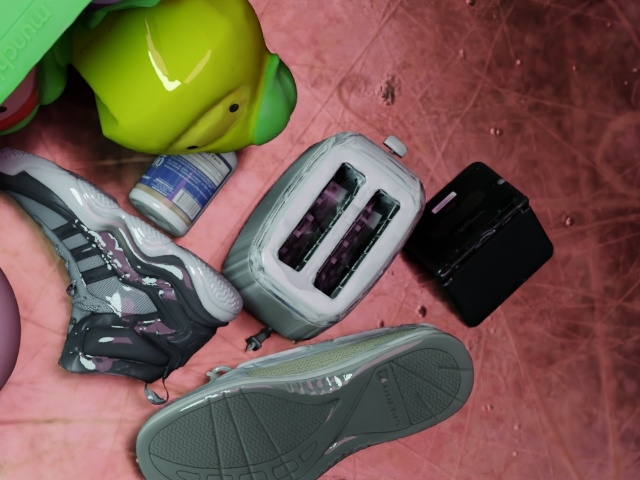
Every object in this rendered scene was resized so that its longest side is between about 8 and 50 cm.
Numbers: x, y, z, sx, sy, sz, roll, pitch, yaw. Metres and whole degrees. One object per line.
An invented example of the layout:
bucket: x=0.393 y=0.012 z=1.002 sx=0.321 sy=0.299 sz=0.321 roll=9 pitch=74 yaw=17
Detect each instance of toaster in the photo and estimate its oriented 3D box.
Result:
toaster: x=0.000 y=0.000 z=1.565 sx=0.129 sy=0.146 sz=0.227 roll=39 pitch=77 yaw=-4

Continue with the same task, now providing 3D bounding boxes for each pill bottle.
pill bottle: x=-0.120 y=-0.068 z=1.588 sx=0.067 sy=0.067 sz=0.120 roll=38 pitch=77 yaw=-5

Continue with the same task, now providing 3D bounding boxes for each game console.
game console: x=0.152 y=0.003 z=1.668 sx=0.122 sy=0.071 sz=0.107 roll=-42 pitch=63 yaw=-15

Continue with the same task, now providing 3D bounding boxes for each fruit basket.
fruit basket: x=-0.186 y=-0.176 z=1.424 sx=0.392 sy=0.283 sz=0.392 roll=4 pitch=116 yaw=8

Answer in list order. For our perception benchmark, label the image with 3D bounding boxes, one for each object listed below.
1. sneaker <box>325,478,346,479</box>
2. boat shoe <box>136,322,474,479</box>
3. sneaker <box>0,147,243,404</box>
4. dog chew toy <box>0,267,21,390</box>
sneaker: x=-0.058 y=0.284 z=1.521 sx=0.225 sy=0.088 sz=0.093 roll=-14 pitch=64 yaw=2
boat shoe: x=-0.018 y=0.153 z=1.576 sx=0.320 sy=0.103 sz=0.118 roll=-20 pitch=107 yaw=-9
sneaker: x=-0.215 y=0.036 z=1.537 sx=0.268 sy=0.101 sz=0.153 roll=34 pitch=89 yaw=6
dog chew toy: x=-0.411 y=0.027 z=1.419 sx=0.332 sy=0.206 sz=0.206 roll=47 pitch=76 yaw=-18
